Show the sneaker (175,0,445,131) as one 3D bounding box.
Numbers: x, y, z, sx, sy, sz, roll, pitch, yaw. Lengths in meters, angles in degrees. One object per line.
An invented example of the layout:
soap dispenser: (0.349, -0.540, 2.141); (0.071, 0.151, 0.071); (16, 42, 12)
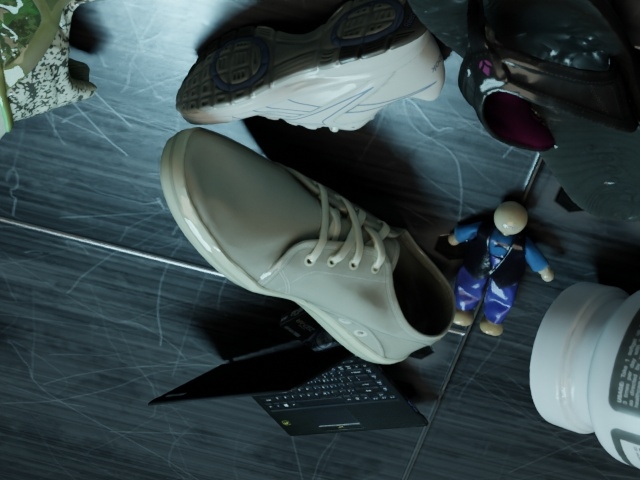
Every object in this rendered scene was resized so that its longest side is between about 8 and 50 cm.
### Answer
sneaker: (-0.011, -0.155, 1.523); (0.297, 0.111, 0.129); (-9, 141, 25)

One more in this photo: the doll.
doll: (0.205, 0.027, 1.716); (0.129, 0.046, 0.189); (18, 134, 9)

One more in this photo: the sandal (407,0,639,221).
sandal: (0.234, -0.131, 1.440); (0.167, 0.107, 0.446); (-12, 141, 37)

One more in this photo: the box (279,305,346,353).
box: (0.001, 0.111, 1.888); (0.083, 0.018, 0.067); (38, 134, -27)

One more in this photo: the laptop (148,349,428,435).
laptop: (-0.036, 0.220, 1.912); (0.234, 0.136, 0.264); (-9, 136, 37)

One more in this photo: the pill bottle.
pill bottle: (0.421, 0.162, 1.611); (0.363, 0.210, 0.210); (14, 148, 41)

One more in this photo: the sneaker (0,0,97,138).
sneaker: (-0.299, -0.275, 1.473); (0.182, 0.158, 0.410); (-13, 141, -17)

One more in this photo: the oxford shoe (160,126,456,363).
oxford shoe: (0.000, 0.000, 1.641); (0.130, 0.169, 0.449); (-19, 141, 34)
